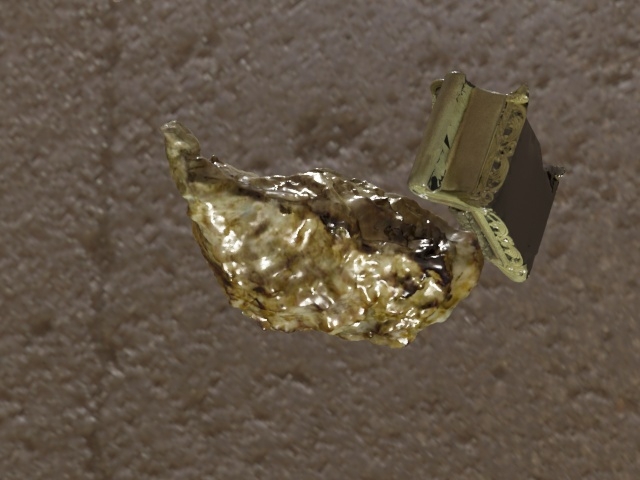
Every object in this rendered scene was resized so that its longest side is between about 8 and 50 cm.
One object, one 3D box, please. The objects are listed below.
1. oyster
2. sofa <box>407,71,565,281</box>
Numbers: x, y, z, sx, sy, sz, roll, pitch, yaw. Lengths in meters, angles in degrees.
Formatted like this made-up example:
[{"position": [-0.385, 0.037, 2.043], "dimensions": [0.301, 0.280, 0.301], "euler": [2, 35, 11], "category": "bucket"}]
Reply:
[{"position": [-0.021, 0.019, 1.503], "dimensions": [0.396, 0.111, 0.204], "euler": [19, 98, -5], "category": "oyster"}, {"position": [0.209, -0.086, 1.849], "dimensions": [0.182, 0.258, 0.200], "euler": [9, 67, 28], "category": "sofa"}]
